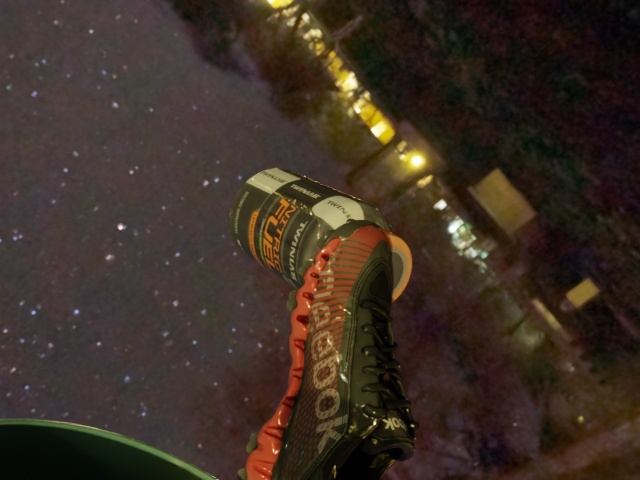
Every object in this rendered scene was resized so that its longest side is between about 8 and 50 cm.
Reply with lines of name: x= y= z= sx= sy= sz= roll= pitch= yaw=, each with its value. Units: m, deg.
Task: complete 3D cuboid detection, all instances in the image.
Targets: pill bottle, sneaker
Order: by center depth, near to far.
sneaker: x=0.029 y=0.115 z=0.594 sx=0.135 sy=0.276 sz=0.097 roll=5 pitch=163 yaw=38
pill bottle: x=0.000 y=0.000 z=0.850 sx=0.130 sy=0.130 sz=0.245 roll=44 pitch=169 yaw=-38

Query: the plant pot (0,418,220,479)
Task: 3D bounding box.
plant pot: x=-0.163 y=0.288 z=0.424 sx=0.293 sy=0.235 sz=0.293 roll=28 pitch=-175 yaw=-2
